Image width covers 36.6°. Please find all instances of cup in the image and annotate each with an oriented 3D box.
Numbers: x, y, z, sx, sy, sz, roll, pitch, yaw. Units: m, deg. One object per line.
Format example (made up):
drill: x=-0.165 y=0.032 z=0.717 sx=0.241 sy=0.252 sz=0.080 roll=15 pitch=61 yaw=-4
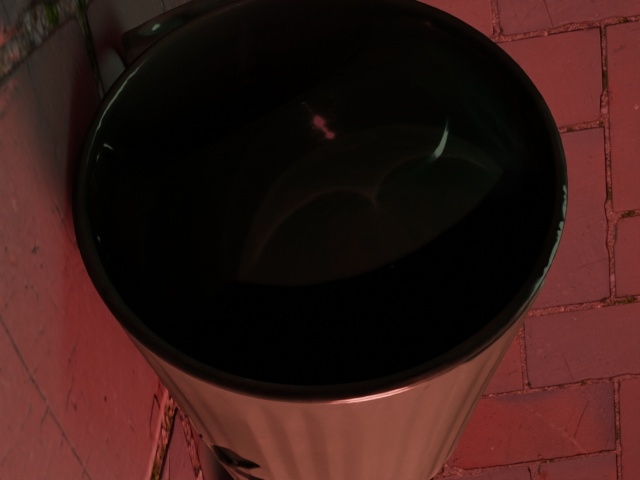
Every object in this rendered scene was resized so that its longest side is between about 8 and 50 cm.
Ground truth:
cup: x=0.001 y=0.001 z=0.774 sx=0.392 sy=0.310 sz=0.400 roll=87 pitch=-1 yaw=-59

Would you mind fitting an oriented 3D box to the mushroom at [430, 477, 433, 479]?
mushroom: x=0.014 y=0.325 z=0.976 sx=0.263 sy=0.195 sz=0.283 roll=-13 pitch=-100 yaw=57
